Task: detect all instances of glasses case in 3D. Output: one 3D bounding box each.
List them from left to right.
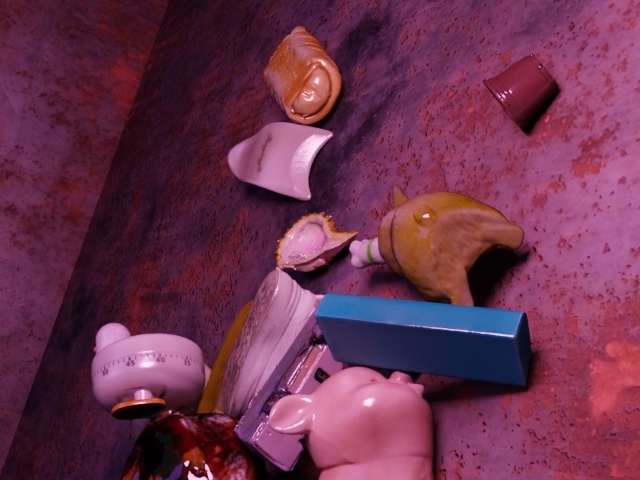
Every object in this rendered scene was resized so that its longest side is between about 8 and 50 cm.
[{"bbox_3d":[0.149,0.137,1.253,0.301,0.117,0.070,3,46,25],"label":"glasses case"}]

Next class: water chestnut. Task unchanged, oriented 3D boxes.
[{"bbox_3d":[-0.262,0.474,1.534,0.335,0.347,0.335,-3,87,54],"label":"water chestnut"}]

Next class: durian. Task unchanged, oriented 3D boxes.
[{"bbox_3d":[0.005,0.011,1.748,0.224,0.078,0.140,-7,50,44],"label":"durian"}]

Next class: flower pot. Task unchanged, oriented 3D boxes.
[{"bbox_3d":[0.331,-0.246,1.399,0.089,0.111,0.111,-39,36,13],"label":"flower pot"}]

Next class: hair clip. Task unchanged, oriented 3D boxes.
[{"bbox_3d":[-0.110,-0.191,2.035,0.282,0.113,0.172,5,73,58],"label":"hair clip"}]

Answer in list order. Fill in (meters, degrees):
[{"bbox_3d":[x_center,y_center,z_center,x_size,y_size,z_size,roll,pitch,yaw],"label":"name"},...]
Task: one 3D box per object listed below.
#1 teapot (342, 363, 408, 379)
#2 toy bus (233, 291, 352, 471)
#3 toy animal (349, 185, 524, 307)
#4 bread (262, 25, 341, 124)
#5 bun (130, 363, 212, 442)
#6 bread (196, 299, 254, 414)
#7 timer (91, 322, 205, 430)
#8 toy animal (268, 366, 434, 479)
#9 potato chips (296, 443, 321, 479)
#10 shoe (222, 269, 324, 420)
[{"bbox_3d":[0.094,0.160,1.415,0.148,0.146,0.116,-54,32,20],"label":"teapot"},{"bbox_3d":[-0.027,0.240,1.498,0.317,0.112,0.138,-53,20,-23],"label":"toy bus"},{"bbox_3d":[0.177,0.006,1.400,0.181,0.180,0.363,-59,7,-3],"label":"toy animal"},{"bbox_3d":[-0.038,-0.382,2.051,0.173,0.121,0.311,-51,32,17],"label":"bread"},{"bbox_3d":[-0.347,0.374,1.951,0.259,0.160,0.259,-40,37,40],"label":"bun"},{"bbox_3d":[-0.174,0.294,1.777,0.166,0.112,0.383,24,90,60],"label":"bread"},{"bbox_3d":[-0.356,0.259,1.770,0.233,0.233,0.240,-40,49,37],"label":"timer"},{"bbox_3d":[0.064,0.349,1.282,0.269,0.237,0.326,27,89,32],"label":"toy animal"},{"bbox_3d":[0.003,0.325,1.526,0.208,0.062,0.195,-10,58,58],"label":"potato chips"},{"bbox_3d":[-0.076,0.214,1.646,0.124,0.159,0.316,-120,48,-63],"label":"shoe"}]
